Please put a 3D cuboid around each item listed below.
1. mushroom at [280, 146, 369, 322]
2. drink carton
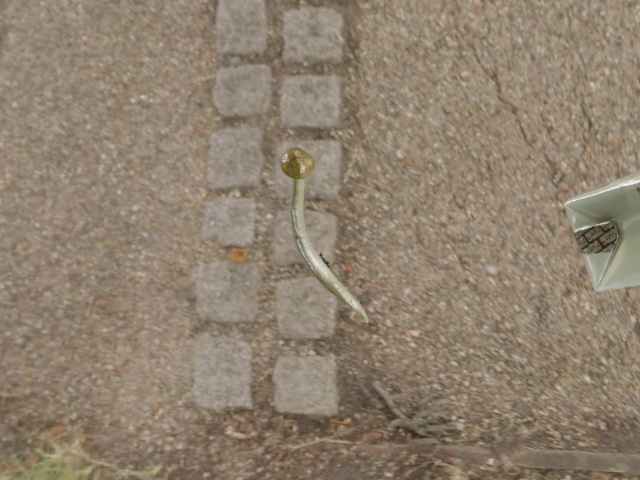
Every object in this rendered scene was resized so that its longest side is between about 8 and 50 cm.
[{"bbox_3d":[-0.002,0.002,1.231,0.043,0.306,0.068,-38,43,-22],"label":"mushroom"},{"bbox_3d":[0.466,-0.048,1.032,0.324,0.194,0.132,-19,90,55],"label":"drink carton"}]
